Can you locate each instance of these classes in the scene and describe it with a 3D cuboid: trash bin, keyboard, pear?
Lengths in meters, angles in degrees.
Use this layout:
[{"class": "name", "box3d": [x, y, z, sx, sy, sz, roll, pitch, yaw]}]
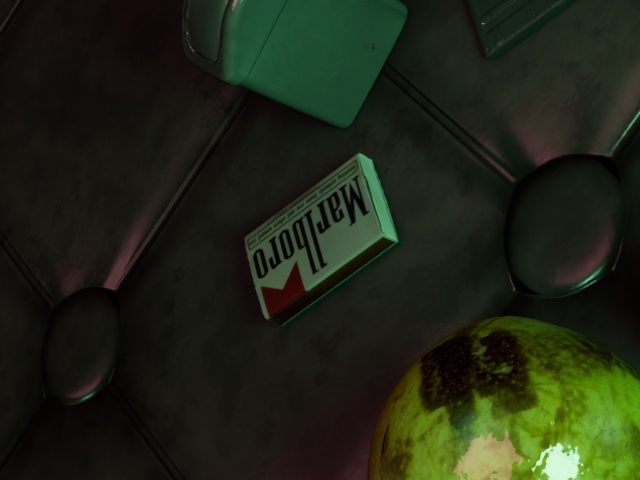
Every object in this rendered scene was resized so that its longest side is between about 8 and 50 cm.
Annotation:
[{"class": "trash bin", "box3d": [-0.033, -0.233, 2.054, 0.101, 0.236, 0.177, 31, 96, 46]}, {"class": "keyboard", "box3d": [0.220, -0.266, 1.976, 0.381, 0.041, 0.103, -31, 54, 24]}, {"class": "pear", "box3d": [0.177, 0.196, 1.667, 0.283, 0.283, 0.284, -18, 62, 38]}]

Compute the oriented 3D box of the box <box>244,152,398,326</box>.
[{"class": "box", "box3d": [0.000, 0.000, 2.073, 0.177, 0.036, 0.115, -36, 52, 28]}]
